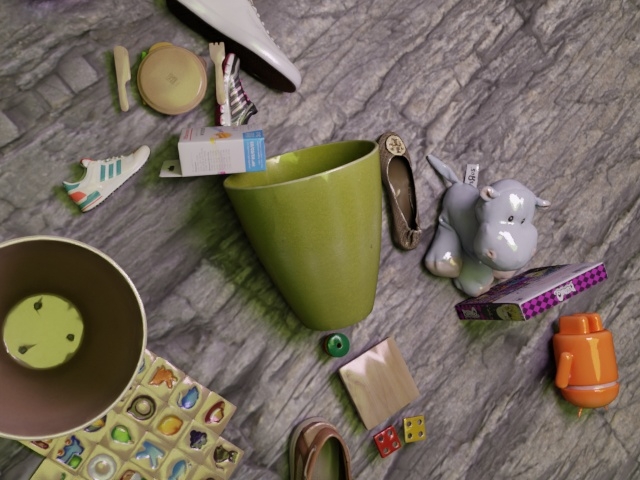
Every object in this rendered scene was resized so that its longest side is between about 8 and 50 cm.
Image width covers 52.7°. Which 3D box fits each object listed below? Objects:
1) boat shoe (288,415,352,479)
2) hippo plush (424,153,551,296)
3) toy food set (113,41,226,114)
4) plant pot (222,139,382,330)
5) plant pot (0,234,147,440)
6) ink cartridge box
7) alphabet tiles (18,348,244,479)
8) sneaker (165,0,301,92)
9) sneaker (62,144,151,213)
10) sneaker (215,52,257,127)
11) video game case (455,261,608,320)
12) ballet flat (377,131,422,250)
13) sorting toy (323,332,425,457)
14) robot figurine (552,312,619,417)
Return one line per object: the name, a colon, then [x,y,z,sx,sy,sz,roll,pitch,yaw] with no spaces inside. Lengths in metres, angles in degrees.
boat shoe: [0.003,0.487,1.156,0.123,0.116,0.325,-4,86,-23]
hippo plush: [0.364,-0.036,1.303,0.234,0.236,0.294,9,81,-22]
toy food set: [-0.265,-0.290,1.159,0.191,0.038,0.133,-4,91,-9]
plant pot: [0.000,0.000,1.154,0.274,0.274,0.294,-23,109,-24]
plant pot: [-0.402,0.136,0.937,0.256,0.274,0.257,3,82,-23]
ink cartridge box: [-0.189,-0.158,1.124,0.181,0.104,0.062,-5,114,-7]
alphabet tiles: [-0.312,0.348,1.096,0.342,0.011,0.285,38,71,-15]
sneaker: [-0.135,-0.401,1.202,0.290,0.106,0.123,37,74,-14]
sneaker: [-0.364,-0.122,1.100,0.161,0.057,0.075,-46,108,-18]
sneaker: [-0.154,-0.260,1.204,0.074,0.063,0.171,2,88,-23]
video game case: [0.429,0.106,1.331,0.232,0.210,0.042,-21,93,-24]
ballet flat: [0.167,-0.103,1.324,0.084,0.058,0.250,-6,87,-24]
sorting toy: [0.111,0.284,1.263,0.132,0.046,0.275,-28,95,-23]
robot figurine: [0.583,0.272,1.424,0.158,0.128,0.220,0,82,-68]
